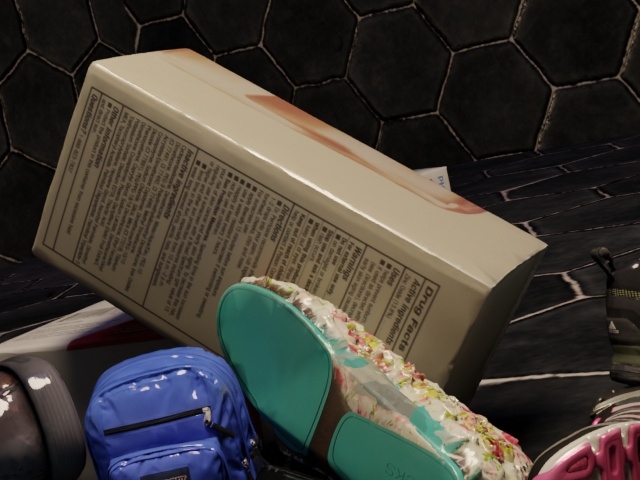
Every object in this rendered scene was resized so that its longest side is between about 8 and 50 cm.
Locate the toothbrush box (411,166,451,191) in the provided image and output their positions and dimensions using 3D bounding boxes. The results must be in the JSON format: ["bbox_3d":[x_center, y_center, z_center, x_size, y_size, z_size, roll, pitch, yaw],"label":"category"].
[{"bbox_3d":[0.000,0.000,1.592,0.283,0.122,0.206,-15,7,-31],"label":"toothbrush box"}]

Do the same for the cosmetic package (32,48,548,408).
[{"bbox_3d":[-0.023,0.005,0.845,0.296,0.153,0.129,31,24,17],"label":"cosmetic package"}]

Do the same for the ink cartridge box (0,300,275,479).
[{"bbox_3d":[-0.097,0.093,1.030,0.197,0.114,0.273,-9,9,31],"label":"ink cartridge box"}]

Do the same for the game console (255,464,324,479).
[{"bbox_3d":[-0.032,0.157,0.527,0.085,0.124,0.144,14,-7,-29],"label":"game console"}]

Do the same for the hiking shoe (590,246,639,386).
[{"bbox_3d":[0.290,0.023,0.868,0.226,0.114,0.086,-16,8,-22],"label":"hiking shoe"}]

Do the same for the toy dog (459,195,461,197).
[{"bbox_3d":[0.006,0.043,1.298,0.220,0.161,0.333,-12,-9,35],"label":"toy dog"}]

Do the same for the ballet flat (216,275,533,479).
[{"bbox_3d":[0.029,0.096,0.713,0.077,0.091,0.241,5,24,-41],"label":"ballet flat"}]

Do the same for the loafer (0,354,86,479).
[{"bbox_3d":[-0.243,0.137,0.819,0.095,0.109,0.302,-20,-5,-33],"label":"loafer"}]

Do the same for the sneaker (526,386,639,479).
[{"bbox_3d":[0.153,0.110,0.643,0.170,0.063,0.074,-12,5,-39],"label":"sneaker"}]

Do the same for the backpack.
[{"bbox_3d":[-0.078,0.123,0.719,0.098,0.120,0.101,-13,7,-5],"label":"backpack"}]
